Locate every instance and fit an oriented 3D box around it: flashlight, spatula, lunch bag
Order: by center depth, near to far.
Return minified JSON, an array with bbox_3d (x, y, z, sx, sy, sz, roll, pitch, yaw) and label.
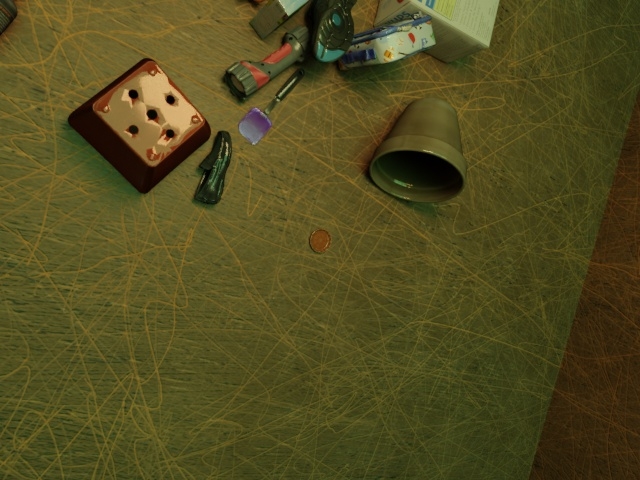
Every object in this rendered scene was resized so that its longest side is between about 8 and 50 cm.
[{"bbox_3d":[-0.151,-0.551,1.252,0.304,0.103,0.103,-46,157,-19],"label":"flashlight"},{"bbox_3d":[-0.145,-0.436,1.300,0.084,0.030,0.296,41,77,-22],"label":"spatula"},{"bbox_3d":[0.195,-0.621,1.301,0.243,0.303,0.114,-28,116,-23],"label":"lunch bag"}]

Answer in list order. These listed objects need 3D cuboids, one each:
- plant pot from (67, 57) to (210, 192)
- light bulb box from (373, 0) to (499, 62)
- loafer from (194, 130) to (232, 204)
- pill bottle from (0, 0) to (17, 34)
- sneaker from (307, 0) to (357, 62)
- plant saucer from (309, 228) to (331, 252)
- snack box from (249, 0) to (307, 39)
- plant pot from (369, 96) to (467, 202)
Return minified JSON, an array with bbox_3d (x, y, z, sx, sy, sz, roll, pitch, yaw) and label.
[{"bbox_3d":[-0.441,-0.302,1.048,0.267,0.236,0.267,-47,113,-16],"label":"plant pot"},{"bbox_3d":[0.419,-0.878,1.432,0.362,0.225,0.357,12,91,-27],"label":"light bulb box"},{"bbox_3d":[-0.316,-0.217,1.210,0.078,0.076,0.223,11,94,-35],"label":"loafer"},{"bbox_3d":[-0.778,-0.507,0.912,0.130,0.130,0.245,37,79,-25],"label":"pill bottle"},{"bbox_3d":[0.027,-0.677,1.269,0.125,0.140,0.340,32,65,-40],"label":"sneaker"},{"bbox_3d":[0.000,0.000,1.431,0.084,0.013,0.083,-4,98,-27],"label":"plant saucer"},{"bbox_3d":[-0.096,-0.690,1.198,0.174,0.207,0.070,-47,113,-16],"label":"snack box"},{"bbox_3d":[0.357,-0.330,1.443,0.323,0.323,0.280,28,66,-27],"label":"plant pot"}]
